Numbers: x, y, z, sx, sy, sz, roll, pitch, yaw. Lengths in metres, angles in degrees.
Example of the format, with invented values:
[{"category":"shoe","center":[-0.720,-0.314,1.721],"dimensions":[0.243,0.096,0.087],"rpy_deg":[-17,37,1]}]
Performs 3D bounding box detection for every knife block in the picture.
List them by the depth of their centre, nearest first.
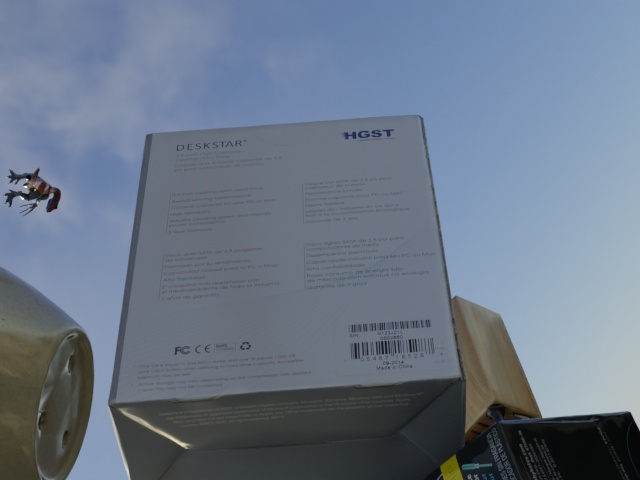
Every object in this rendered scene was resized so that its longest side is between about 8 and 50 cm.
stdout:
[{"category":"knife block","center":[0.236,0.214,1.580],"dimensions":[0.242,0.088,0.276],"rpy_deg":[-8,62,60]}]

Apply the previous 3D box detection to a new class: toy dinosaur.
[{"category":"toy dinosaur","center":[-0.298,-0.049,1.263],"dimensions":[0.082,0.090,0.047],"rpy_deg":[4,-94,-52]}]

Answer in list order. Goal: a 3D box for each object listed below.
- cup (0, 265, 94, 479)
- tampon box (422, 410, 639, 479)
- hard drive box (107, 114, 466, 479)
[{"category":"cup","center":[-0.367,0.151,1.191],"dimensions":[0.331,0.237,0.331],"rpy_deg":[7,-90,-81]},{"category":"tampon box","center":[0.097,0.178,0.597],"dimensions":[0.101,0.120,0.161],"rpy_deg":[4,-39,-38]},{"category":"hard drive box","center":[-0.017,0.031,0.695],"dimensions":[0.232,0.181,0.089],"rpy_deg":[-91,-3,-49]}]
